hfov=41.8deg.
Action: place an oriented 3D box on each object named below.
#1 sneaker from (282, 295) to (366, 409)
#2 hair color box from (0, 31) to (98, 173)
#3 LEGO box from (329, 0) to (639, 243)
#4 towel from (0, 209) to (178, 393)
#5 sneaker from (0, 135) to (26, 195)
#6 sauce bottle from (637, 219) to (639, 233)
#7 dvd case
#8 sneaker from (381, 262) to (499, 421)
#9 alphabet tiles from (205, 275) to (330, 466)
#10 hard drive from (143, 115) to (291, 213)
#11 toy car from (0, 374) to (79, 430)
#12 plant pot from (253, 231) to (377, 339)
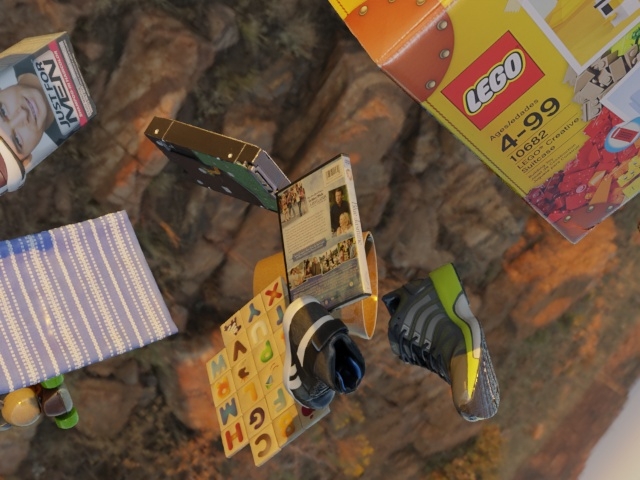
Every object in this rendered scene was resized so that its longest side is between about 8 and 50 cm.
[{"bbox_3d":[0.008,0.187,1.145,0.079,0.121,0.217,-30,137,-22],"label":"sneaker"},{"bbox_3d":[-0.590,-0.242,1.599,0.374,0.113,0.185,-61,142,-52],"label":"hair color box"},{"bbox_3d":[0.292,-0.280,0.704,0.500,0.193,0.372,-42,139,16],"label":"LEGO box"},{"bbox_3d":[-0.421,0.090,1.349,0.336,0.243,0.040,-17,165,-35],"label":"towel"},{"bbox_3d":[-0.569,-0.155,1.198,0.162,0.281,0.106,-40,-172,-18],"label":"sneaker"},{"bbox_3d":[0.561,0.012,1.378,0.042,0.128,0.042,-2,133,-2],"label":"sauce bottle"},{"bbox_3d":[0.000,0.000,1.425,0.022,0.253,0.180,10,153,-42],"label":"dvd case"},{"bbox_3d":[0.157,0.142,1.121,0.121,0.300,0.111,-18,114,5],"label":"sneaker"},{"bbox_3d":[-0.093,0.230,1.547,0.285,0.343,0.011,-40,131,15],"label":"alphabet tiles"},{"bbox_3d":[-0.225,-0.174,1.965,0.064,0.338,0.237,-60,146,-13],"label":"hard drive"},{"bbox_3d":[-0.655,0.355,1.854,0.188,0.149,0.155,-24,127,-23],"label":"toy car"},{"bbox_3d":[-0.013,0.100,1.863,0.237,0.254,0.237,-1,90,-79],"label":"plant pot"}]
